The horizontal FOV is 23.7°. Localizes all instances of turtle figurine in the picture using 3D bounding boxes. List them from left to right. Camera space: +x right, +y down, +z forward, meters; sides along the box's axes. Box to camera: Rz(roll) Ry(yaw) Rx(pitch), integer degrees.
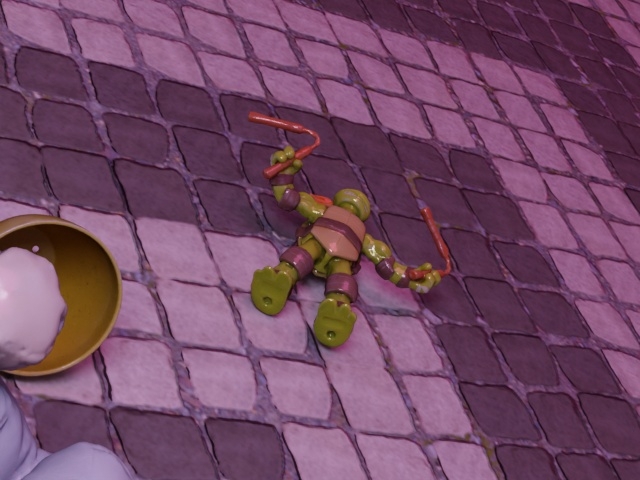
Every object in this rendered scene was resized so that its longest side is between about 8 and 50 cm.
[{"bbox_3d":[0.000,0.000,1.546,0.269,0.087,0.217,39,39,-9],"label":"turtle figurine"}]

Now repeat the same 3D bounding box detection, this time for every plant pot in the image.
[{"bbox_3d":[-0.242,0.033,1.262,0.134,0.134,0.095,15,12,-29],"label":"plant pot"}]

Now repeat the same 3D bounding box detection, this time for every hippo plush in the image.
[{"bbox_3d":[-0.252,0.169,1.015,0.234,0.294,0.237,-38,101,-37],"label":"hippo plush"}]
